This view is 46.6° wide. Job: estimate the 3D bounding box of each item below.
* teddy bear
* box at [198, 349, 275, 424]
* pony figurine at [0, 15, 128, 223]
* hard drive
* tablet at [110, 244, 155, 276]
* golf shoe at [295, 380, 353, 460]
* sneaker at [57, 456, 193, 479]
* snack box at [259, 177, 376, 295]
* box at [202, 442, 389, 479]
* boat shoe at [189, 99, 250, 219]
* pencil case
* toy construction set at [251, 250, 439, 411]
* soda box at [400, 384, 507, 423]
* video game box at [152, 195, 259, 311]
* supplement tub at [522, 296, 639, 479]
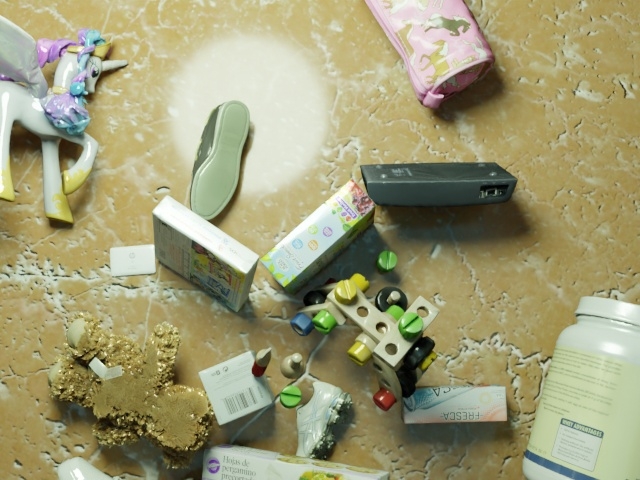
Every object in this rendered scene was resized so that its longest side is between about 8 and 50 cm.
[{"bbox_3d":[-0.329,0.256,1.307,0.338,0.113,0.245,8,84,15],"label":"teddy bear"},{"bbox_3d":[-0.146,0.258,1.316,0.101,0.087,0.101,-23,82,-2],"label":"box"},{"bbox_3d":[-0.541,-0.245,1.316,0.351,0.303,0.363,16,79,-30],"label":"pony figurine"},{"bbox_3d":[0.202,-0.102,1.319,0.255,0.172,0.054,-1,107,-2],"label":"hard drive"},{"bbox_3d":[-0.350,0.037,1.386,0.083,0.006,0.054,-5,83,0],"label":"tablet"},{"bbox_3d":[-0.015,0.336,1.329,0.086,0.069,0.176,27,84,29],"label":"golf shoe"},{"bbox_3d":[-0.303,0.450,1.293,0.169,0.108,0.292,-42,94,-6],"label":"sneaker"},{"bbox_3d":[0.000,0.000,1.301,0.207,0.174,0.070,-41,81,-3],"label":"snack box"},{"bbox_3d":[-0.046,0.399,1.250,0.324,0.067,0.063,2,85,25],"label":"box"},{"bbox_3d":[-0.193,-0.148,1.377,0.081,0.069,0.227,21,85,-32],"label":"boat shoe"},{"bbox_3d":[0.166,-0.435,1.360,0.167,0.160,0.386,-33,84,22],"label":"pencil case"},{"bbox_3d":[0.047,0.152,1.200,0.309,0.237,0.257,-19,73,-16],"label":"toy construction set"},{"bbox_3d":[0.235,0.290,1.322,0.183,0.058,0.062,-2,83,0],"label":"soda box"},{"bbox_3d":[-0.201,0.028,1.286,0.187,0.205,0.048,36,65,5],"label":"video game box"},{"bbox_3d":[0.488,0.276,1.231,0.236,0.235,0.324,17,84,3],"label":"supplement tub"}]
